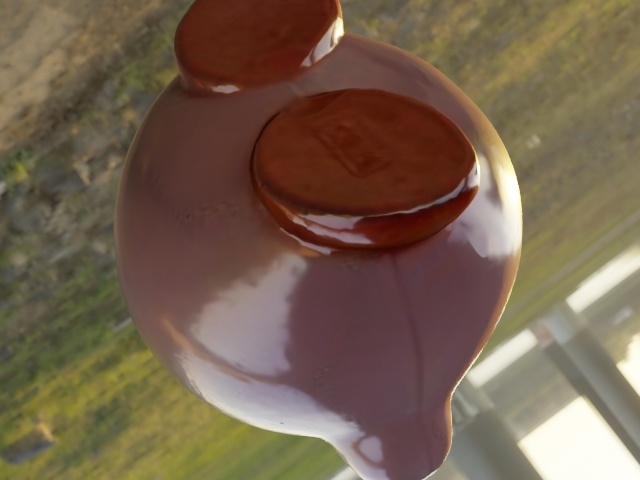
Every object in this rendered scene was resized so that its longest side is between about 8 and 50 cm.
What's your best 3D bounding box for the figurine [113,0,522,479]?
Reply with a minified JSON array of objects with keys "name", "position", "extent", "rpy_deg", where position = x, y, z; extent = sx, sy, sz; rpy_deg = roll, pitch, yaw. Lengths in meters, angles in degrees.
[{"name":"figurine","position":[0.000,0.000,0.526],"extent":[0.173,0.173,0.173],"rpy_deg":[-36,170,-7]}]
